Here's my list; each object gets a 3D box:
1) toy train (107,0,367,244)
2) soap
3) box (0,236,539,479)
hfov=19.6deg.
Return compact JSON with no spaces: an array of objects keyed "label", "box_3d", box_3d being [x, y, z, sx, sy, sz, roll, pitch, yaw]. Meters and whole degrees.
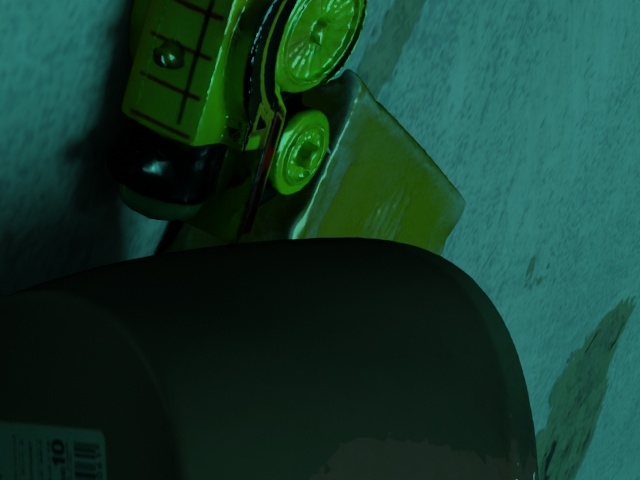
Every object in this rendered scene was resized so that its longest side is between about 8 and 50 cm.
[{"label":"toy train","box_3d":[-0.043,-0.137,1.043,0.160,0.100,0.296,-16,127,-56]},{"label":"soap","box_3d":[0.000,0.000,1.302,0.199,0.091,0.315,-64,159,-5]},{"label":"box","box_3d":[-0.057,0.134,0.980,0.216,0.301,0.301,0,113,-43]}]
